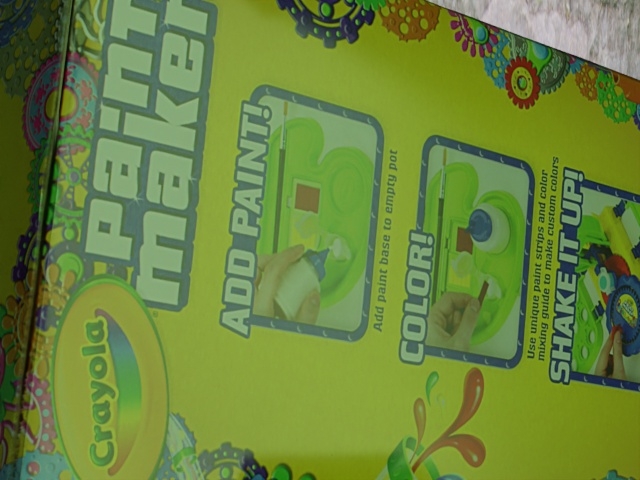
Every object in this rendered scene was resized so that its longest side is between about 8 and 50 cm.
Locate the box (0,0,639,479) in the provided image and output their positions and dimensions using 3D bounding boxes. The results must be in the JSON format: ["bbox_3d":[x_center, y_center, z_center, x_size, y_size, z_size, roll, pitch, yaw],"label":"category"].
[{"bbox_3d":[-0.061,0.018,0.606,0.279,0.290,0.177,12,80,-41],"label":"box"}]
